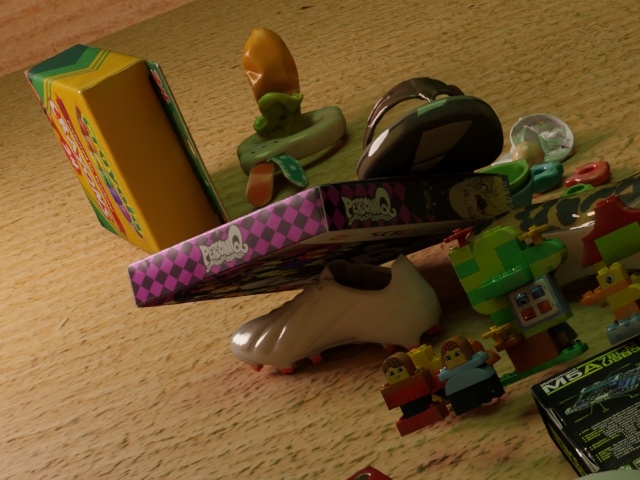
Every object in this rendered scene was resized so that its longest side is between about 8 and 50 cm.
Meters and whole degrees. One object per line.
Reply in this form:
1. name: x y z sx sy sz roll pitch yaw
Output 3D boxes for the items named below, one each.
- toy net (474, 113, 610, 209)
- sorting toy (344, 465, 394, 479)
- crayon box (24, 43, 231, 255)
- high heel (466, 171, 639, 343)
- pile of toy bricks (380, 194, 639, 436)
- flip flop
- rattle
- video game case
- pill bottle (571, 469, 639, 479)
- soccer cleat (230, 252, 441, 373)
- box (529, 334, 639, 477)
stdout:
1. toy net: 0.189 -0.072 1.553 0.122 0.045 0.232 -19 18 19
2. sorting toy: 0.036 0.198 0.956 0.132 0.046 0.274 -30 19 -19
3. crayon box: -0.203 -0.096 1.879 0.081 0.202 0.318 -29 17 -15
4. high heel: 0.221 -0.029 1.288 0.261 0.093 0.186 -33 23 2
5. pile of toy bricks: 0.119 0.036 1.144 0.212 0.105 0.118 -26 -2 23
6. flip flop: 0.079 -0.085 1.406 0.112 0.080 0.277 -13 -3 2
7. rattle: -0.051 -0.135 1.916 0.130 0.143 0.199 4 21 21
8. video game case: 0.000 0.000 1.399 0.210 0.042 0.232 -5 -12 -45
9. pill bottle: 0.143 0.196 0.629 0.160 0.160 0.283 -24 17 -1
10. soccer cleat: 0.006 0.052 1.376 0.196 0.076 0.068 -11 21 37
11. box: 0.232 0.090 1.024 0.190 0.045 0.184 -26 15 -2
